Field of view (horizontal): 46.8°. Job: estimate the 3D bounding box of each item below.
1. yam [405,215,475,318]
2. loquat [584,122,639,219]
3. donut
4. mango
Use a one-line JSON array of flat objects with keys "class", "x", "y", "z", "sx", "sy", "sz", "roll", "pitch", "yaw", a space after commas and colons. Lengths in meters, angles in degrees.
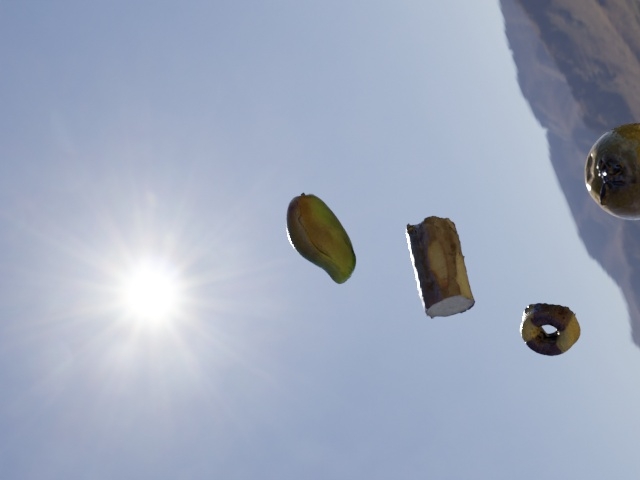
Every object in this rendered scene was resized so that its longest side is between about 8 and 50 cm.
[{"class": "yam", "x": 0.290, "y": 0.059, "z": 1.799, "sx": 0.129, "sy": 0.128, "sz": 0.238, "roll": 69, "pitch": -169, "yaw": -68}, {"class": "loquat", "x": 0.725, "y": -0.157, "z": 1.704, "sx": 0.244, "sy": 0.243, "sz": 0.244, "roll": 47, "pitch": -150, "yaw": -39}, {"class": "donut", "x": 0.540, "y": 0.212, "z": 1.755, "sx": 0.059, "sy": 0.140, "sz": 0.140, "roll": -40, "pitch": -74, "yaw": -51}, {"class": "mango", "x": 0.000, "y": 0.000, "z": 1.706, "sx": 0.233, "sy": 0.125, "sz": 0.111, "roll": 61, "pitch": 177, "yaw": -9}]
